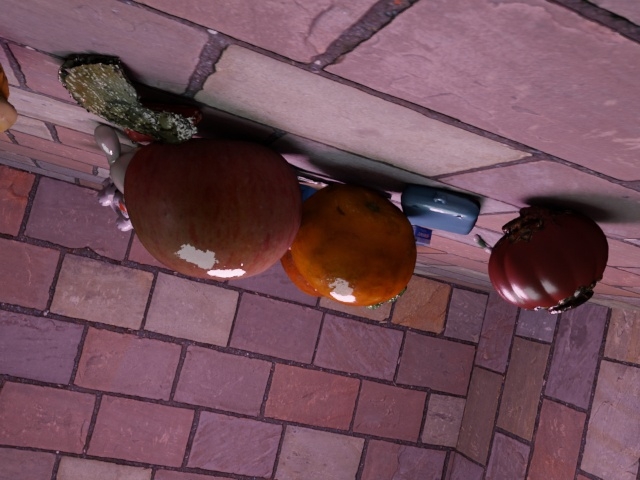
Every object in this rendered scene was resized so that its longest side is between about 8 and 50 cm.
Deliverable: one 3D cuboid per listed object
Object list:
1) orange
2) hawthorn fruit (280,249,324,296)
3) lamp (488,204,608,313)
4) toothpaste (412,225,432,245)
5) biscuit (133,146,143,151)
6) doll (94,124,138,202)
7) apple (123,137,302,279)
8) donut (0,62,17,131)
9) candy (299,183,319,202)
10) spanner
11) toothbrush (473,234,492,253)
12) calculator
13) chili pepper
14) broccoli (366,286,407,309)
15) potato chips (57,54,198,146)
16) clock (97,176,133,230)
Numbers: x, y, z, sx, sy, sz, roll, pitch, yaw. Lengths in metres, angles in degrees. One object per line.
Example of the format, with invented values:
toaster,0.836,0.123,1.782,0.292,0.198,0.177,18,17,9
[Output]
orange,0.070,0.009,1.342,0.284,0.226,0.284,23,-148,-15
hawthorn fruit,0.000,0.000,1.712,0.298,0.277,0.277,41,-177,17
lamp,0.431,0.032,1.189,0.227,0.227,0.227,13,175,1
toothpaste,0.248,-0.017,1.961,0.066,0.053,0.272,11,176,-23
biscuit,-0.430,-0.210,1.698,0.160,0.030,0.249,14,175,-14
doll,-0.406,-0.118,1.508,0.242,0.159,0.311,4,148,-1
apple,-0.207,-0.060,1.222,0.345,0.269,0.345,0,-176,0
donut,-0.686,-0.253,0.933,0.449,0.198,0.449,14,175,1
candy,-0.135,-0.077,1.561,0.306,0.157,0.100,16,176,39
spanner,0.012,-0.132,1.426,0.325,0.026,0.093,13,176,-12
toothbrush,0.483,0.013,1.845,0.024,0.018,0.257,18,178,26
calculator,0.260,-0.065,1.371,0.173,0.051,0.293,14,175,12
chili pepper,-0.274,-0.217,1.097,0.169,0.065,0.088,2,144,30
broccoli,0.185,0.107,2.302,0.265,0.294,0.245,-37,162,27
potato chips,-0.313,-0.222,1.007,0.202,0.029,0.220,-8,146,46
clock,-0.500,-0.129,1.737,0.189,0.189,0.254,16,169,-29
